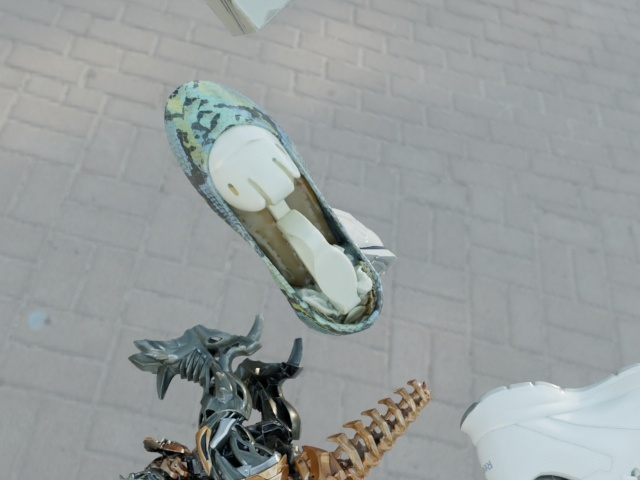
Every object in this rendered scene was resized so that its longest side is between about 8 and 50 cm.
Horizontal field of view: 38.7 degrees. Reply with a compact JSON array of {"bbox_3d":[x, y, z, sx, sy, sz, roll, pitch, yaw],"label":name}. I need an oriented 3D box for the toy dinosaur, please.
[{"bbox_3d":[-0.061,0.196,0.789,0.322,0.164,0.218,-15,59,-4],"label":"toy dinosaur"}]

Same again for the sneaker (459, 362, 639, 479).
[{"bbox_3d":[0.300,0.204,0.936,0.297,0.111,0.129,-12,58,0],"label":"sneaker"}]

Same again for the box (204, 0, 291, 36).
[{"bbox_3d":[-0.117,-0.318,0.796,0.113,0.094,0.275,-46,110,-6],"label":"box"}]

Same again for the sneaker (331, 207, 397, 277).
[{"bbox_3d":[0.000,0.000,1.108,0.235,0.090,0.094,21,33,-59],"label":"sneaker"}]

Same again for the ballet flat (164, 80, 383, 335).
[{"bbox_3d":[-0.021,-0.018,0.546,0.188,0.070,0.070,51,44,-20],"label":"ballet flat"}]
